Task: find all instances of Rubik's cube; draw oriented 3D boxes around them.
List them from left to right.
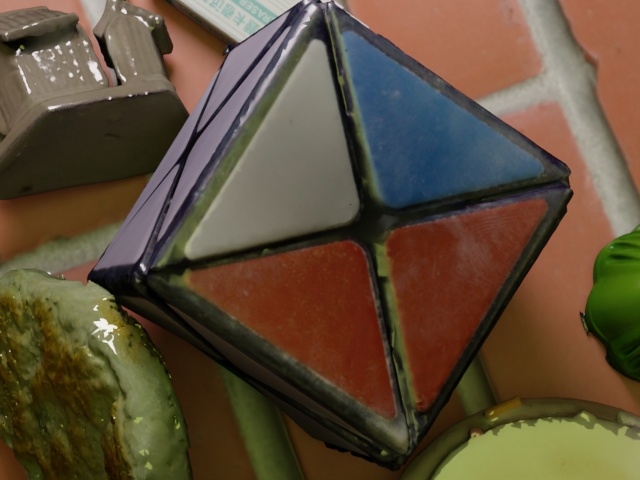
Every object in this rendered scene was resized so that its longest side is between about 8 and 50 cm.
[{"bbox_3d":[0.000,0.000,1.527,0.305,0.310,0.307,34,80,-13],"label":"Rubik's cube"}]

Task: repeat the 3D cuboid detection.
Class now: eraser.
[{"bbox_3d":[-0.068,-0.240,1.711,0.225,0.052,0.095,35,81,3],"label":"eraser"}]

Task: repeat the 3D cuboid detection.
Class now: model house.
[{"bbox_3d":[-0.249,-0.158,1.660,0.229,0.122,0.188,-14,68,-19],"label":"model house"}]

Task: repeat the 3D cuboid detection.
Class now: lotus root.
[{"bbox_3d":[0.360,0.053,1.623,0.186,0.186,0.186,0,80,-3],"label":"lotus root"}]

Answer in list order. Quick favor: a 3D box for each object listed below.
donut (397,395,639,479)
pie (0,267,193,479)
[{"bbox_3d":[0.223,0.336,1.580,0.383,0.142,0.382,0,82,-2],"label":"donut"},{"bbox_3d":[-0.210,0.190,1.522,0.078,0.296,0.371,-13,80,-34],"label":"pie"}]
